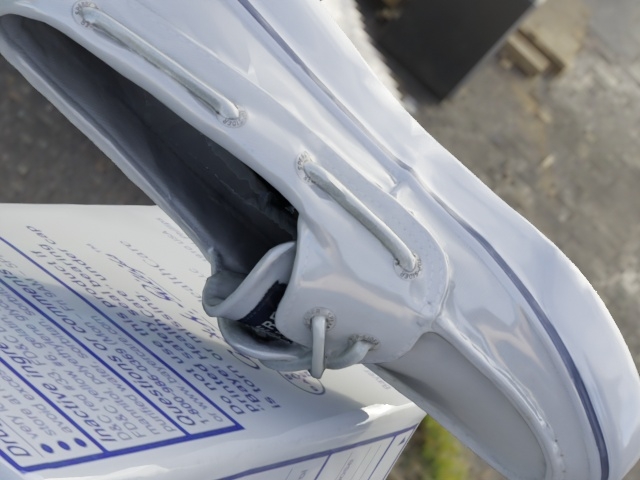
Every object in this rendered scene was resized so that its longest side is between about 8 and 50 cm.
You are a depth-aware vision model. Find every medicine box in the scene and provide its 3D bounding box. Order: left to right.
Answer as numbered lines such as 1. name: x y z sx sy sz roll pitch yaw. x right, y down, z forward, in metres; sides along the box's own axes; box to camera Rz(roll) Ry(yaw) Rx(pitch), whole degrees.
1. medicine box: -0.129 0.132 0.601 0.149 0.263 0.289 35 14 21

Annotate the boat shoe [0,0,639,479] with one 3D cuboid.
1. boat shoe: 0.000 0.000 0.574 0.267 0.096 0.088 50 60 -15
